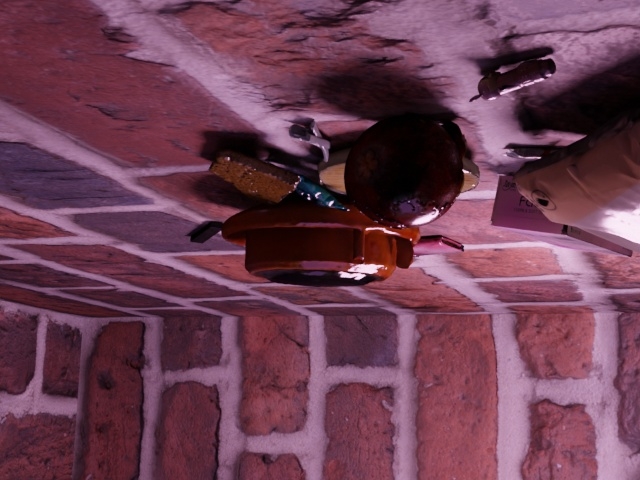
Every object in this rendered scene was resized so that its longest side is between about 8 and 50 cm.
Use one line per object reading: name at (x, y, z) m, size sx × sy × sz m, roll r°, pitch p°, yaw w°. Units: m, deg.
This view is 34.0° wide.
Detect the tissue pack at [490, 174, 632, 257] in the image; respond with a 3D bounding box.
tissue pack at (0.412, -0.040, 1.752) m, size 0.148 × 0.093 × 0.246 m, roll 9°, pitch 178°, yaw 41°

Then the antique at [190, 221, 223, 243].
antique at (-0.245, -0.016, 2.249) m, size 0.031 × 0.015 × 0.192 m, roll 6°, pitch 168°, yaw -19°

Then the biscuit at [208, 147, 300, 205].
biscuit at (-0.112, -0.101, 1.659) m, size 0.131 × 0.026 × 0.237 m, roll 23°, pitch 171°, yaw -9°

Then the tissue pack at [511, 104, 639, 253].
tissue pack at (0.498, -0.078, 1.379) m, size 0.375 × 0.195 × 0.390 m, roll 18°, pitch 165°, yaw -16°

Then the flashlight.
flashlight at (0.222, -0.189, 1.216) m, size 0.110 × 0.031 × 0.052 m, roll -16°, pitch -161°, yaw 43°

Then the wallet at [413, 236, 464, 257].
wallet at (0.191, 0.018, 2.339) m, size 0.232 × 0.025 × 0.119 m, roll -6°, pitch 166°, yaw 31°

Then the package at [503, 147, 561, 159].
package at (0.329, -0.128, 1.560) m, size 0.110 × 0.015 × 0.037 m, roll 1°, pitch 169°, yaw -4°

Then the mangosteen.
mangosteen at (0.126, -0.094, 1.426) m, size 0.166 × 0.166 × 0.180 m, roll -8°, pitch 180°, yaw 41°

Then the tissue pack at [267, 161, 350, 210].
tissue pack at (-0.021, -0.082, 1.683) m, size 0.138 × 0.028 × 0.085 m, roll 36°, pitch 171°, yaw -37°

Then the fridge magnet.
fridge magnet at (0.000, 0.000, 1.909) m, size 0.363 × 0.155 × 0.363 m, roll 1°, pitch 172°, yaw 0°

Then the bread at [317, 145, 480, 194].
bread at (0.121, -0.108, 1.635) m, size 0.266 × 0.041 × 0.267 m, roll 2°, pitch 170°, yaw 0°

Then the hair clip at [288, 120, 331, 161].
hair clip at (-0.010, -0.144, 1.505) m, size 0.039 × 0.030 × 0.115 m, roll 18°, pitch 174°, yaw 21°
